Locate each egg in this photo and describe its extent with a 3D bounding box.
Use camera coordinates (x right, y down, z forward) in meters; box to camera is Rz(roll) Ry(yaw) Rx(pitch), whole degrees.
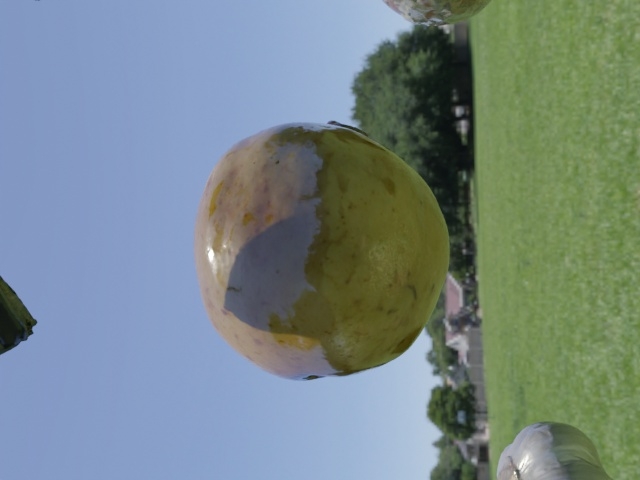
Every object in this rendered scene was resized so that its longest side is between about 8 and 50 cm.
[{"bbox_3d":[0.175,-0.423,1.150,0.233,0.195,0.194,12,-107,-45],"label":"egg"}]

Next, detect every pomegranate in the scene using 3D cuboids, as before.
[{"bbox_3d":[-0.006,0.018,0.841,0.307,0.308,0.307,-2,-90,-79],"label":"pomegranate"}]

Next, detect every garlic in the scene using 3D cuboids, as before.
[{"bbox_3d":[0.375,0.353,1.185,0.229,0.178,0.142,179,96,-77],"label":"garlic"}]

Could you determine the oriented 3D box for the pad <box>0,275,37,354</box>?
[{"bbox_3d":[-0.428,0.046,0.773,0.233,0.174,0.022,57,179,-17],"label":"pad"}]
